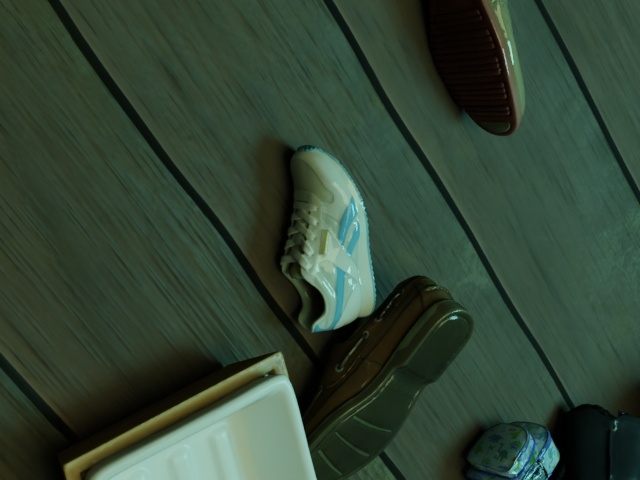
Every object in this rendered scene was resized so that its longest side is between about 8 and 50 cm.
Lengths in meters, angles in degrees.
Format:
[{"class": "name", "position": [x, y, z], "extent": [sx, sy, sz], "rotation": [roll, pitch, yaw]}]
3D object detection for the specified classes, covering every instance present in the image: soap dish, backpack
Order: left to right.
[{"class": "soap dish", "position": [-0.146, 0.279, 1.535], "extent": [0.291, 0.118, 0.229], "rotation": [-26, 113, -32]}, {"class": "backpack", "position": [0.265, 0.298, 1.864], "extent": [0.114, 0.105, 0.084], "rotation": [-46, 123, -29]}]

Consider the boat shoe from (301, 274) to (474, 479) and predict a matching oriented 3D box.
[{"class": "boat shoe", "position": [0.056, 0.177, 1.685], "extent": [0.307, 0.104, 0.111], "rotation": [-45, 138, -1]}]

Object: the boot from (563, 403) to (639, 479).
[{"class": "boot", "position": [0.351, 0.338, 1.938], "extent": [0.094, 0.246, 0.207], "rotation": [88, 6, -59]}]

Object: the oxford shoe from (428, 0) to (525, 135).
[{"class": "oxford shoe", "position": [0.206, -0.302, 1.710], "extent": [0.130, 0.123, 0.348], "rotation": [-36, 119, -34]}]

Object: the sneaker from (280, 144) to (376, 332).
[{"class": "sneaker", "position": [0.000, 0.000, 1.622], "extent": [0.092, 0.087, 0.229], "rotation": [-23, 109, -31]}]
